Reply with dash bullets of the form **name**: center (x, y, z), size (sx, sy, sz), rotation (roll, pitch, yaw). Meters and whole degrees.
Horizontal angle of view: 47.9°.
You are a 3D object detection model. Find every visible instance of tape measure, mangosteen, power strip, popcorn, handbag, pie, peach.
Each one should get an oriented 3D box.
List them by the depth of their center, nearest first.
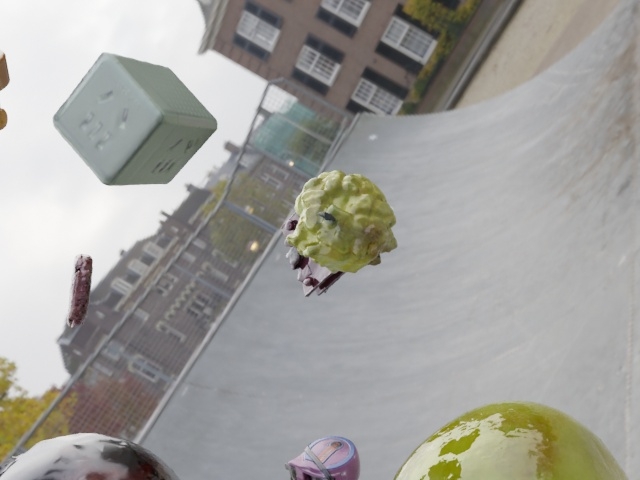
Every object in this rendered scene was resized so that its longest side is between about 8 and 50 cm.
- **peach**: center (0.221, 0.338, 0.835), size (0.316, 0.314, 0.281), rotation (-24, -53, -41)
- **power strip**: center (-0.255, -0.174, 1.073), size (0.140, 0.139, 0.224), rotation (-46, -10, 17)
- **popcorn**: center (0.030, -0.025, 1.089), size (0.142, 0.173, 0.173), rotation (-20, 35, 58)
- **mangosteen**: center (-0.402, 0.505, 1.187), size (0.381, 0.381, 0.421), rotation (-59, 10, -20)
- **tape measure**: center (0.013, 0.432, 1.386), size (0.118, 0.125, 0.074), rotation (-29, -59, -43)
- **pie**: center (-0.467, 0.099, 1.397), size (0.153, 0.038, 0.153), rotation (-173, 90, -71)
- **handbag**: center (-0.002, 0.000, 1.683), size (0.074, 0.203, 0.216), rotation (3, -34, -41)

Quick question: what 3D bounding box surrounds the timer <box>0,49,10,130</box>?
- **timer**: center (-0.650, -0.277, 1.392), size (0.132, 0.132, 0.152), rotation (-59, -30, -46)
